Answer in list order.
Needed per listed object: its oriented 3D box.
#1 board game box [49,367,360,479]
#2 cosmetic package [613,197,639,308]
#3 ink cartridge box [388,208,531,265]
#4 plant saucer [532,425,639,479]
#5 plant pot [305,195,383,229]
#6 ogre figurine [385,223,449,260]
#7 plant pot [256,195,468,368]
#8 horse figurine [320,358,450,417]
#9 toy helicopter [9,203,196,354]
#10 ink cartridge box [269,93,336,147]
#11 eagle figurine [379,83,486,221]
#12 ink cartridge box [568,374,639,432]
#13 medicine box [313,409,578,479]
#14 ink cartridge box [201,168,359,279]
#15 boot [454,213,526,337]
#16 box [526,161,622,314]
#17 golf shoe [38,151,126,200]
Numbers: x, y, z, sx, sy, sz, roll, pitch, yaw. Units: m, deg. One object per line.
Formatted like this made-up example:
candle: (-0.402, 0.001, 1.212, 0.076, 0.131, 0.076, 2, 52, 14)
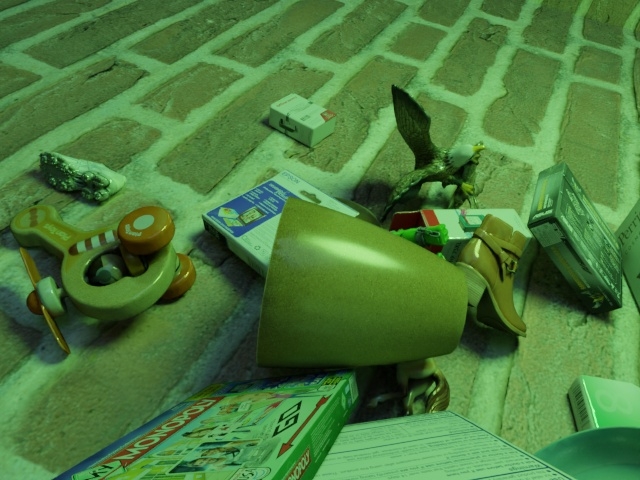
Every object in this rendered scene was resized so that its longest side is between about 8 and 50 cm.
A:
board game box: (-0.093, 0.206, 0.525, 0.213, 0.046, 0.317, -9, -2, 15)
cosmetic package: (0.770, 0.045, 0.826, 0.327, 0.329, 0.394, 10, 44, 1)
ink cartridge box: (0.237, 0.016, 0.903, 0.231, 0.134, 0.078, -2, 46, -10)
plant saucer: (0.271, 0.328, 0.500, 0.044, 0.317, 0.317, 45, 49, -5)
plant pot: (0.000, 0.000, 0.934, 0.236, 0.032, 0.236, -1, 42, 1)
ogre figurine: (0.151, 0.060, 0.823, 0.118, 0.197, 0.097, 17, 52, 38)
plant pot: (0.060, 0.078, 0.688, 0.254, 0.237, 0.237, 10, 44, 2)
horse figurine: (0.097, 0.181, 0.762, 0.263, 0.066, 0.174, 34, 53, 30)
toy helicopter: (-0.397, 0.031, 0.813, 0.355, 0.140, 0.235, 22, 54, 27)
ink cartridge box: (-0.044, -0.296, 1.223, 0.135, 0.056, 0.099, 32, 48, 21)
eagle figurine: (0.209, -0.154, 0.972, 0.298, 0.225, 0.226, 4, 47, -37)
ink cartridge box: (0.493, 0.301, 0.719, 0.224, 0.056, 0.181, 8, 45, 1)
medicine box: (0.080, 0.287, 0.480, 0.263, 0.289, 0.149, -3, 88, -13)
ink cartridge box: (-0.072, -0.034, 0.914, 0.208, 0.045, 0.206, -34, 52, -29)
boot: (0.302, 0.063, 0.820, 0.073, 0.197, 0.152, 10, 68, 57)
box: (0.482, -0.007, 0.935, 0.231, 0.056, 0.183, 48, 45, -15)
golf shoe: (-0.472, -0.132, 0.995, 0.176, 0.069, 0.086, 24, 26, 10)
